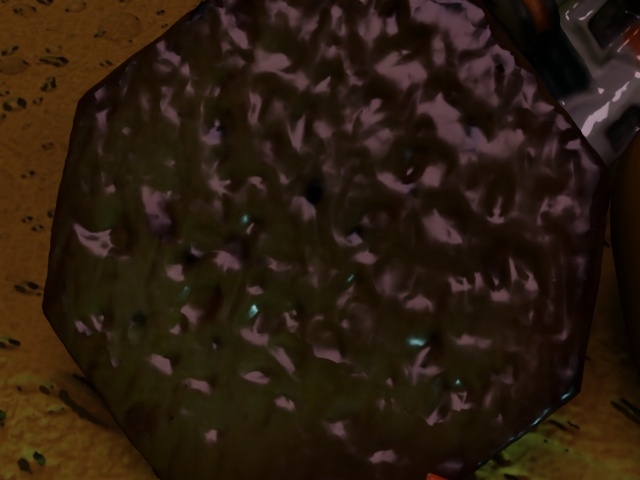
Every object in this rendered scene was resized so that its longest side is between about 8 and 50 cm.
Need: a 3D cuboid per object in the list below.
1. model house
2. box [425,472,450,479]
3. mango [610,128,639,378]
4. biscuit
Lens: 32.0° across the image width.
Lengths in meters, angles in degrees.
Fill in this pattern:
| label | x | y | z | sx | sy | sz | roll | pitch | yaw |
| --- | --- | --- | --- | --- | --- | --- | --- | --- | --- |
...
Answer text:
| label | x | y | z | sx | sy | sz | roll | pitch | yaw |
| --- | --- | --- | --- | --- | --- | --- | --- | --- | --- |
| model house | 0.109 | -0.130 | 0.769 | 0.301 | 0.271 | 0.190 | -46 | 25 | -15 |
| box | 0.076 | 0.253 | 0.563 | 0.139 | 0.035 | 0.245 | 19 | 63 | 14 |
| mango | 0.250 | 0.018 | 0.704 | 0.120 | 0.151 | 0.221 | -12 | 71 | 39 |
| biscuit | 0.001 | 0.000 | 0.690 | 0.359 | 0.046 | 0.359 | -1 | 86 | 8 |
